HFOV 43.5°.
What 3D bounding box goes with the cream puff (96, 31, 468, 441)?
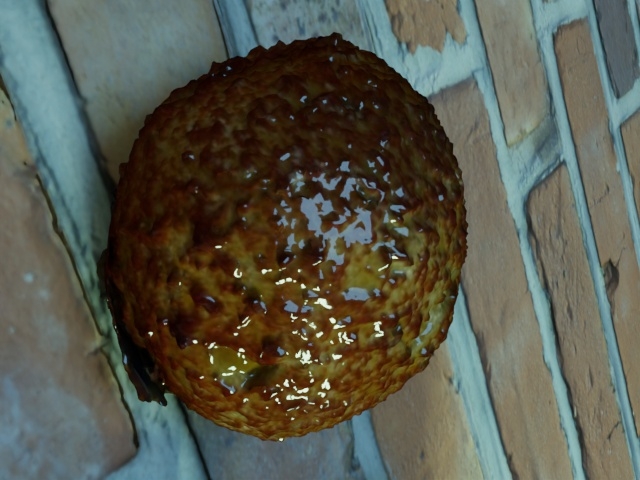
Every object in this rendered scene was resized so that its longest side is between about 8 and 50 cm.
[{"bbox_3d":[0.000,-0.005,0.649,0.350,0.228,0.351,6,82,-52],"label":"cream puff"}]
